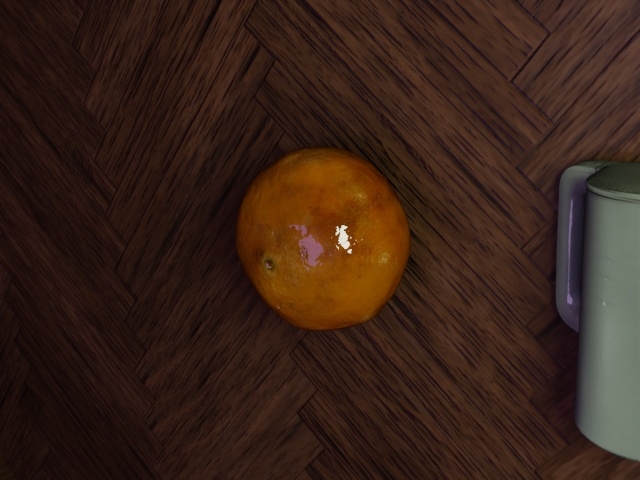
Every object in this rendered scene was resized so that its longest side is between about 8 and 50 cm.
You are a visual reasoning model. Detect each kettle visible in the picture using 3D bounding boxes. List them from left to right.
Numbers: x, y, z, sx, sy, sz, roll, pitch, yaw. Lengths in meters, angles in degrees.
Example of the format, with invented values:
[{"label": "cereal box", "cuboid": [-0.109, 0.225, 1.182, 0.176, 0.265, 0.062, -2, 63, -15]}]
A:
[{"label": "kettle", "cuboid": [0.406, 0.069, 1.021, 0.205, 0.265, 0.318, -3, 107, 7]}]

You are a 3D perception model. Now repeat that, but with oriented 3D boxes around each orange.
[{"label": "orange", "cuboid": [0.000, 0.000, 1.284, 0.284, 0.226, 0.284, 19, 117, 41]}]
